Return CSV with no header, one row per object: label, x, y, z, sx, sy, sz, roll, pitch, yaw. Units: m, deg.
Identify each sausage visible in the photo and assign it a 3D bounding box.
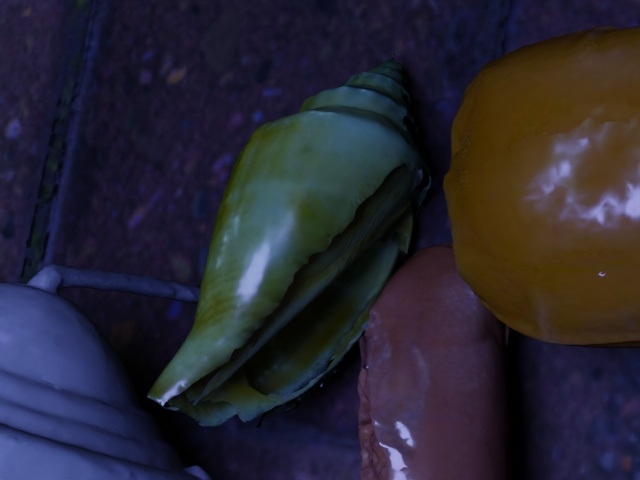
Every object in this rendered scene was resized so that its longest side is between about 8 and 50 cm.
sausage,0.047,0.142,0.663,0.078,0.078,0.304,-8,70,30
sausage,0.222,-0.030,0.587,0.353,0.116,0.134,-4,60,28

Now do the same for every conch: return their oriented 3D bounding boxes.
conch,-0.002,-0.003,0.726,0.079,0.095,0.201,11,71,50

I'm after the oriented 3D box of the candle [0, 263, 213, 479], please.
candle,-0.169,0.161,0.707,0.221,0.221,0.343,11,82,33
